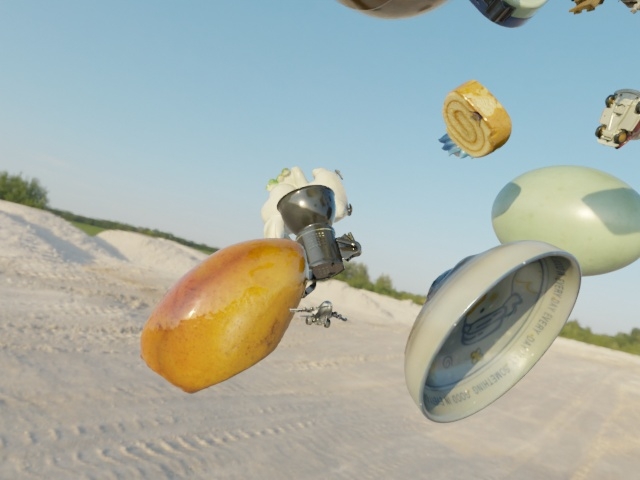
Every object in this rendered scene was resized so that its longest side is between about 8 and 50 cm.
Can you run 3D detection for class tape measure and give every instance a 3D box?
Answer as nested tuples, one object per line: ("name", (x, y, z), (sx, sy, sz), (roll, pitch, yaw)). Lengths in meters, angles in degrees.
("tape measure", (0.485, -0.663, 1.321), (0.215, 0.351, 0.098), (46, -24, -1))

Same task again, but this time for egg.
("egg", (0.614, -0.049, 1.350), (0.276, 0.275, 0.389), (17, 2, -41))

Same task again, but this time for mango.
("mango", (-0.158, 0.124, 0.977), (0.201, 0.350, 0.199), (42, -12, 21))

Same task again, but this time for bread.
("bread", (0.308, -0.239, 1.095), (0.149, 0.073, 0.122), (52, -20, 12))

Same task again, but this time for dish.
("dish", (0.197, 0.097, 0.722), (0.273, 0.273, 0.134), (17, 19, -45))

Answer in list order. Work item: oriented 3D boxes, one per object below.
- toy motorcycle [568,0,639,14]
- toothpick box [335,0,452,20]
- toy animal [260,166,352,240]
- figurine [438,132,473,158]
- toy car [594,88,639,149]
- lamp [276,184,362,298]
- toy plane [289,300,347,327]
("toy motorcycle", (0.590, -0.487, 1.052), (0.094, 0.129, 0.229), (-30, 24, -34))
("toothpick box", (0.103, -0.635, 0.944), (0.409, 0.408, 0.425), (11, -7, 32))
("toy animal", (-0.060, -0.095, 1.729), (0.310, 0.247, 0.182), (-22, -28, -13))
("figurine", (0.368, -0.259, 1.451), (0.114, 0.114, 0.079), (12, -38, 15))
("toy car", (0.751, -0.286, 1.315), (0.112, 0.139, 0.112), (13, 18, -25))
("lamp", (0.000, 0.000, 1.271), (0.172, 0.227, 0.147), (-17, -24, -1))
("toy plane", (0.001, 0.094, 0.692), (0.079, 0.031, 0.083), (11, -15, -12))
